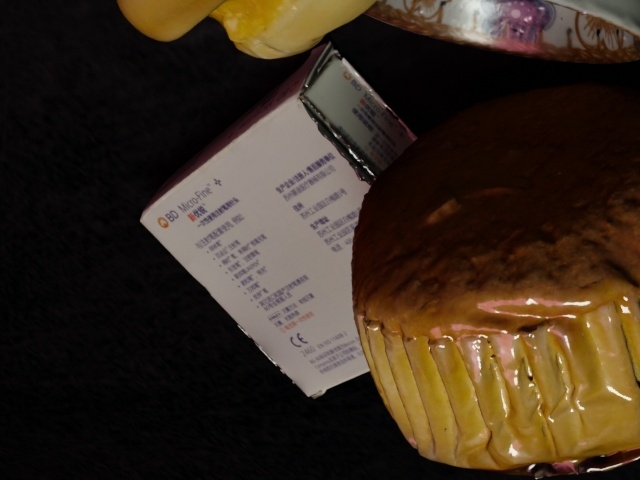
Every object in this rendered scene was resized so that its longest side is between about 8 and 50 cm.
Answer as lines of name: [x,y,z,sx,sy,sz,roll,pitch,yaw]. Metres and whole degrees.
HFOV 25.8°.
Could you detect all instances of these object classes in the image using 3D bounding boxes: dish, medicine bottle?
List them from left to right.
medicine bottle: [0.000,0.000,0.817,0.171,0.052,0.201,46,143,-9]
dish: [0.080,-0.131,0.603,0.141,0.078,0.141,12,180,0]

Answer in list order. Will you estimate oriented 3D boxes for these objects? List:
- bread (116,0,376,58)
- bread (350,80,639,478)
bread: [-0.070,-0.217,0.536,0.173,0.121,0.311,-35,78,49]
bread: [0.100,0.006,0.624,0.199,0.199,0.104,2,127,39]
